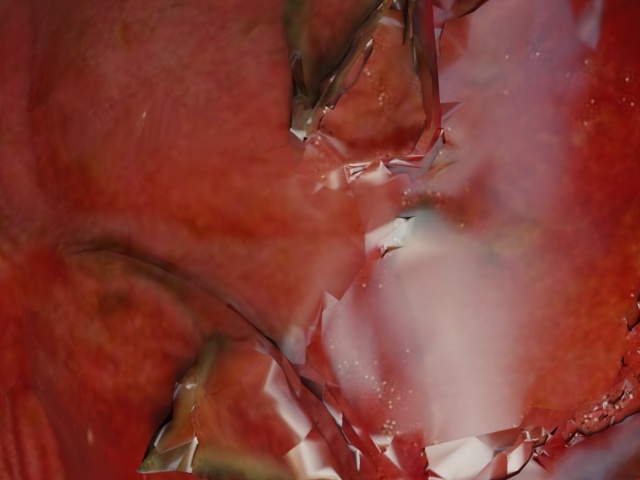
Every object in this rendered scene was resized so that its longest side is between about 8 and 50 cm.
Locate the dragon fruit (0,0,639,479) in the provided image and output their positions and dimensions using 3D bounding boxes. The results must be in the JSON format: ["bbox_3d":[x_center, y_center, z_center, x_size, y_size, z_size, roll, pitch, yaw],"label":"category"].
[{"bbox_3d":[0.000,0.000,0.581,0.301,0.295,0.295,-52,178,23],"label":"dragon fruit"}]
